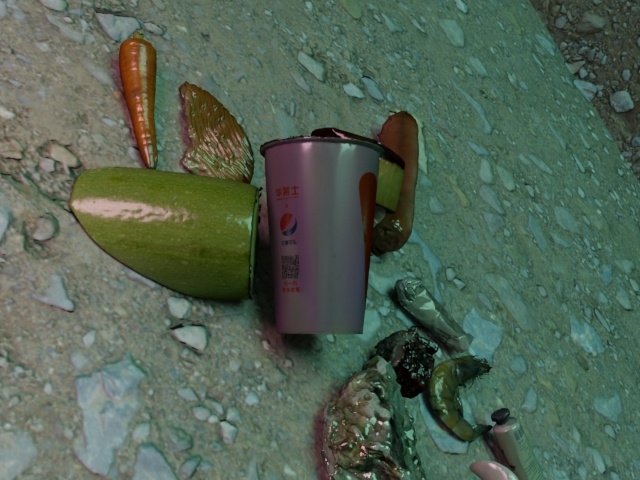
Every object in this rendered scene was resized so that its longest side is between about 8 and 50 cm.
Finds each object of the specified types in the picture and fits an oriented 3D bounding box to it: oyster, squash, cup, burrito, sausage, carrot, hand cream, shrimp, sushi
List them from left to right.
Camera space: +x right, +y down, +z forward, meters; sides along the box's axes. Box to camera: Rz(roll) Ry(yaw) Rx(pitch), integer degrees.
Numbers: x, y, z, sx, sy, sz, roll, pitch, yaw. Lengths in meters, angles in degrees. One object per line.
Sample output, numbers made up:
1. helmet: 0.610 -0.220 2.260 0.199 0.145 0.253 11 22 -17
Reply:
1. carrot: -0.285 -0.219 1.235 0.061 0.061 0.257 10 64 -44
2. squash: -0.220 -0.011 1.149 0.260 0.189 0.189 4 49 -4
3. cup: 0.000 0.000 1.199 0.203 0.203 0.289 8 79 -45
4. oyster: 0.090 0.307 1.152 0.198 0.112 0.268 -4 60 -50
5. sausage: 0.157 -0.133 1.622 0.419 0.094 0.094 -80 153 -46
6. sushi: 0.139 0.207 1.301 0.084 0.098 0.094 38 35 -21
7. burrito: 0.215 0.143 1.479 0.203 0.064 0.064 44 36 -16
8. shrimp: 0.271 0.287 1.433 0.217 0.051 0.150 -11 75 -48
9. hand cream: 0.379 0.417 1.431 0.080 0.050 0.234 -38 104 -53

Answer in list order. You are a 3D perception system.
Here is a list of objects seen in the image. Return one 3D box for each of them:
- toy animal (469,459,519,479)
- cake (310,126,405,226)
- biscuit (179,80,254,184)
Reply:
1. toy animal: 0.248 0.492 1.108 0.247 0.182 0.310 53 35 0
2. cake: 0.040 -0.084 1.390 0.207 0.185 0.178 34 74 -48
3. biscuit: -0.187 -0.174 1.317 0.229 0.031 0.176 56 34 4
